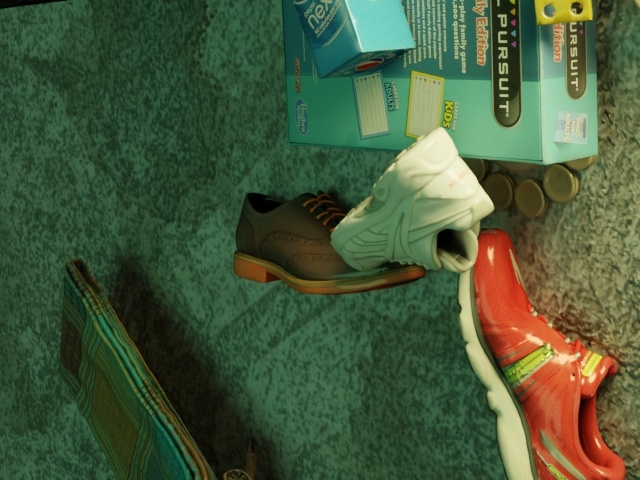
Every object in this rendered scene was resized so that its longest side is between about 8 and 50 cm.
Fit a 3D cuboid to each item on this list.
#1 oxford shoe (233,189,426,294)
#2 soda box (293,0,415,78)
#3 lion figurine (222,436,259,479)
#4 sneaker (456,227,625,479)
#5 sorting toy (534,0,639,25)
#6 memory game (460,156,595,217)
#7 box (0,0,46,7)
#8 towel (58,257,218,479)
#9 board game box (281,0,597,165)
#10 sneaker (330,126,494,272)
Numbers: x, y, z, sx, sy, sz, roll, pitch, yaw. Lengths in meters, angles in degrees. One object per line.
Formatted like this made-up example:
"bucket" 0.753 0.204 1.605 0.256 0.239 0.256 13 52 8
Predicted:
"oxford shoe" 0.000 0.000 1.639 0.271 0.097 0.098 7 102 46
"soda box" 0.010 -0.258 1.432 0.067 0.071 0.210 -28 78 47
"lion figurine" -0.001 0.423 1.766 0.392 0.142 0.240 51 143 43
"sneaker" 0.214 0.113 1.462 0.118 0.107 0.279 -19 89 28
"sorting toy" 0.279 -0.271 1.255 0.275 0.046 0.132 -28 92 26
"memory game" 0.183 -0.112 1.465 0.186 0.012 0.186 17 115 43
"box" -0.247 -0.372 1.634 0.395 0.294 0.211 -3 100 48
"towel" -0.234 0.233 1.929 0.370 0.040 0.271 55 151 28
"board game box" 0.101 -0.208 1.457 0.336 0.079 0.253 8 105 47
"sneaker" 0.086 -0.006 1.439 0.115 0.090 0.232 49 156 5
